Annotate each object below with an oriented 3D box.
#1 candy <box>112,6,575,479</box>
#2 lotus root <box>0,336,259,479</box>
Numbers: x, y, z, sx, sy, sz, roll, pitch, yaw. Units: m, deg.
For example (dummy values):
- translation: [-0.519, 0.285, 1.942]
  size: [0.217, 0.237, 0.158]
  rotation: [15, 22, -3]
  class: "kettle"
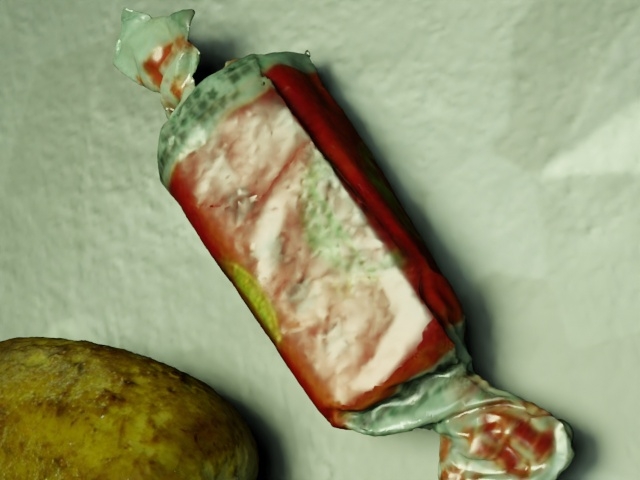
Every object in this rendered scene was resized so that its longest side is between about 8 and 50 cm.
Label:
- translation: [0.000, 0.001, 0.716]
  size: [0.086, 0.059, 0.292]
  rotation: [-41, 69, 15]
  class: "candy"
- translation: [-0.113, 0.092, 0.733]
  size: [0.191, 0.094, 0.108]
  rotation: [23, 56, 28]
  class: "lotus root"
